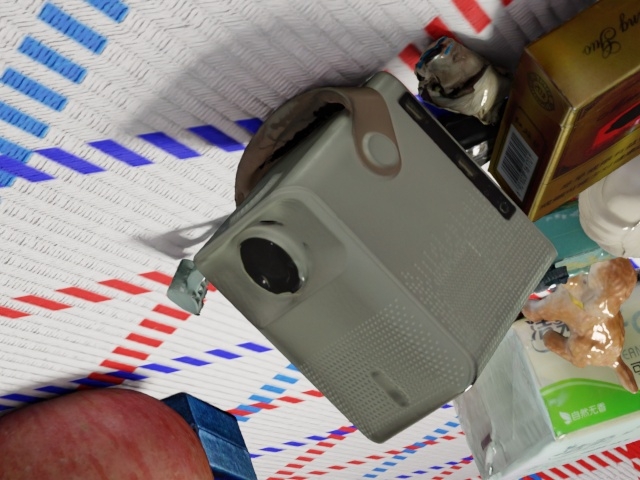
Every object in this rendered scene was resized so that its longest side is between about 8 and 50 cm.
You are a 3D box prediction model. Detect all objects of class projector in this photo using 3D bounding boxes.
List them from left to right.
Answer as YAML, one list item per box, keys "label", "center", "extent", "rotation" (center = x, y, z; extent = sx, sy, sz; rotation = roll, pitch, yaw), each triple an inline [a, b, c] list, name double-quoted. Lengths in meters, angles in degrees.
- label: "projector"
  center: [0.035, 0.004, 1.350]
  extent: [0.163, 0.242, 0.177]
  rotation: [-35, -170, 45]

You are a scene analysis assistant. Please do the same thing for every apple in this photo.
- label: "apple"
  center: [-0.278, 0.323, 2.013]
  extent: [0.344, 0.269, 0.345]
  rotation: [-20, 166, -5]

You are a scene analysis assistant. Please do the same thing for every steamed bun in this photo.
- label: "steamed bun"
  center: [0.333, -0.061, 1.737]
  extent: [0.182, 0.106, 0.183]
  rotation: [-20, 157, -9]

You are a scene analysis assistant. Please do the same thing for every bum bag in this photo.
- label: "bum bag"
  center: [0.082, -0.062, 1.511]
  extent: [0.248, 0.069, 0.102]
  rotation: [-20, 149, -5]

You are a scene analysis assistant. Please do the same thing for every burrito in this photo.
- label: "burrito"
  center: [0.116, -0.122, 1.388]
  extent: [0.051, 0.042, 0.171]
  rotation: [-59, 160, 10]

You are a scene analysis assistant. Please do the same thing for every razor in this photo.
- label: "razor"
  center: [-0.002, -0.010, 1.583]
  extent: [0.277, 0.056, 0.111]
  rotation: [-19, -168, 6]

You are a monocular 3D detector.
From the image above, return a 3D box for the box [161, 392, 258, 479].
- label: "box"
  center: [-0.243, 0.307, 2.314]
  extent: [0.261, 0.116, 0.279]
  rotation: [-21, 163, 7]

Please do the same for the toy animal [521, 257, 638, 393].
- label: "toy animal"
  center: [0.361, 0.091, 2.212]
  extent: [0.104, 0.184, 0.185]
  rotation: [-40, 170, -33]

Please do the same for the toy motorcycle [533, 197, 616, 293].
- label: "toy motorcycle"
  center: [0.227, 0.001, 1.883]
  extent: [0.296, 0.109, 0.198]
  rotation: [-17, 175, -19]

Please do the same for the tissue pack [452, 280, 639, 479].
- label: "tissue pack"
  center: [0.424, 0.184, 2.540]
  extent: [0.404, 0.205, 0.332]
  rotation: [-14, 164, -17]

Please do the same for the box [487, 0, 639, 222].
- label: "box"
  center: [0.224, -0.116, 1.411]
  extent: [0.159, 0.071, 0.240]
  rotation: [-30, 163, -13]
